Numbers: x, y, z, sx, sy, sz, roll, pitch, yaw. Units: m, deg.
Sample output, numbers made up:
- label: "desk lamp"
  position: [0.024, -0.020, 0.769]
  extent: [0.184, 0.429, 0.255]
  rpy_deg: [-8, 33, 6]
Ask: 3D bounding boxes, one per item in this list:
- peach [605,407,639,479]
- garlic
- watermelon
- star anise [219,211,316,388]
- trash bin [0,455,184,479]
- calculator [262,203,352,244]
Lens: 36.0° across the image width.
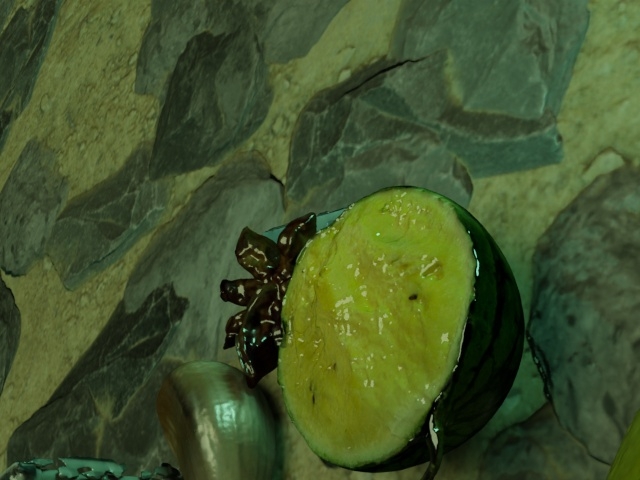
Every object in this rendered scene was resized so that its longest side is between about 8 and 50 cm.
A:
- label: "peach"
  position: [0.253, 0.128, 0.353]
  extent: [0.316, 0.282, 0.314]
  rpy_deg: [-27, 59, 50]
- label: "garlic"
  position: [-0.091, 0.176, 0.904]
  extent: [0.195, 0.087, 0.101]
  rpy_deg: [56, 130, 43]
- label: "watermelon"
  position: [0.069, 0.073, 0.718]
  extent: [0.204, 0.127, 0.232]
  rpy_deg: [-58, 37, 13]
- label: "star anise"
  position: [-0.039, 0.050, 0.900]
  extent: [0.168, 0.057, 0.167]
  rpy_deg: [-24, 52, 36]
- label: "trash bin"
  position: [-0.186, 0.390, 0.795]
  extent: [0.296, 0.256, 0.368]
  rpy_deg: [-57, 45, 12]
- label: "calculator"
  position: [0.000, 0.000, 0.925]
  extent: [0.172, 0.018, 0.057]
  rpy_deg: [-16, 61, 45]
